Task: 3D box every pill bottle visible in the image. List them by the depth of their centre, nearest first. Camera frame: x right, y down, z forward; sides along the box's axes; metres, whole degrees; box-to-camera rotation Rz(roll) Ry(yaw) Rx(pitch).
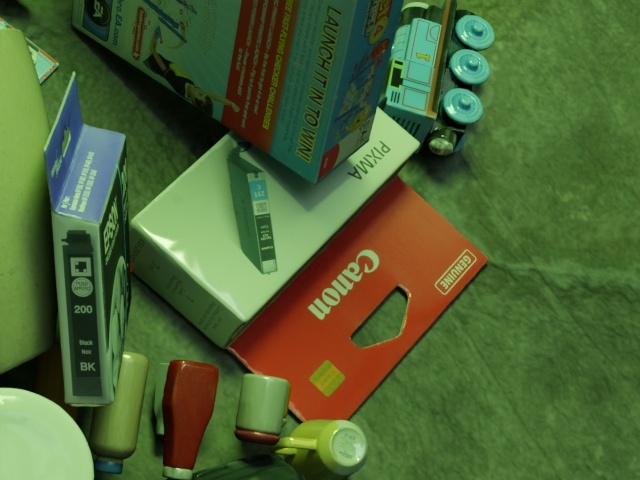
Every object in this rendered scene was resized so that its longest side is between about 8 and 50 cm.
[{"bbox_3d":[-0.251,0.202,1.386,0.121,0.216,0.121,12,57,-20],"label":"pill bottle"}]

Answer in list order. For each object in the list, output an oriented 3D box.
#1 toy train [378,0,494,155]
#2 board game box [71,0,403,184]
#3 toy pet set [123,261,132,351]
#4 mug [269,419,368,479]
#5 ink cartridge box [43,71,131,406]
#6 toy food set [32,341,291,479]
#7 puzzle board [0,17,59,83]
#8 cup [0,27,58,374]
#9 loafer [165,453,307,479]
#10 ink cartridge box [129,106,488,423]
[{"bbox_3d":[0.112,-0.168,1.917,0.105,0.080,0.184,18,55,-9],"label":"toy train"},{"bbox_3d":[-0.073,-0.251,1.683,0.302,0.308,0.086,34,49,19],"label":"board game box"},{"bbox_3d":[-0.227,0.059,1.642,0.114,0.065,0.122,33,53,-47],"label":"toy pet set"},{"bbox_3d":[0.004,0.186,1.653,0.078,0.064,0.062,-25,89,-28],"label":"mug"},{"bbox_3d":[-0.179,-0.007,1.497,0.045,0.208,0.206,-2,22,0],"label":"ink cartridge box"},{"bbox_3d":[-0.122,0.154,1.589,0.232,0.111,0.104,13,81,-32],"label":"toy food set"},{"bbox_3d":[-0.317,-0.175,1.754,0.128,0.011,0.096,39,53,-1],"label":"puzzle board"},{"bbox_3d":[-0.330,0.012,1.470,0.331,0.331,0.237,-26,91,-35],"label":"cup"},{"bbox_3d":[-0.114,0.229,1.580,0.223,0.076,0.078,-12,37,-26],"label":"loafer"},{"bbox_3d":[0.000,0.000,1.769,0.261,0.066,0.296,42,53,3],"label":"ink cartridge box"}]
